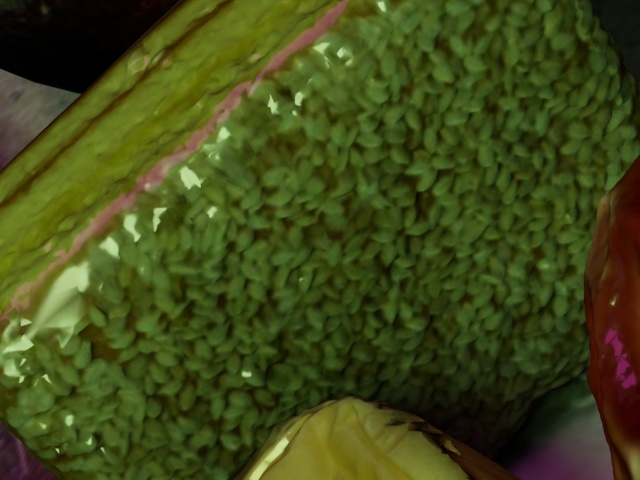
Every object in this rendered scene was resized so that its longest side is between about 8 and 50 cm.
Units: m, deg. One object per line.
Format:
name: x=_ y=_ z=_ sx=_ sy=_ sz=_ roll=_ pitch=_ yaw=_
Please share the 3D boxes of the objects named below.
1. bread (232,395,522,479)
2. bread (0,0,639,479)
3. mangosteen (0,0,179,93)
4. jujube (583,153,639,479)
bread: x=0.037 y=0.134 z=0.529 sx=0.132 sy=0.114 sz=0.190 roll=-51 pitch=26 yaw=4
bread: x=0.000 y=0.000 z=0.639 sx=0.234 sy=0.184 sz=0.110 roll=-43 pitch=32 yaw=-4
mangosteen: x=-0.063 y=-0.221 z=0.858 sx=0.347 sy=0.307 sz=0.307 roll=-5 pitch=41 yaw=-2
jujube: x=0.152 y=0.060 z=0.467 sx=0.155 sy=0.155 sz=0.230 roll=-29 pitch=46 yaw=17
